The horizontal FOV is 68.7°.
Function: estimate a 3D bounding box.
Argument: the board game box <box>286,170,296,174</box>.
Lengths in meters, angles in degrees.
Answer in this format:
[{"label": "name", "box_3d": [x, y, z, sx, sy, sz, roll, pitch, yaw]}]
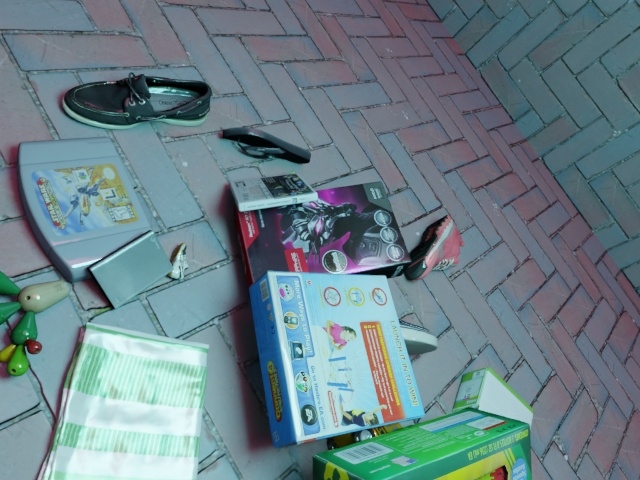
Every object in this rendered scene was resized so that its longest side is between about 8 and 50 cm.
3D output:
[{"label": "board game box", "box_3d": [-0.074, -0.085, 1.225, 0.141, 0.048, 0.170, -32, 84, -42]}]

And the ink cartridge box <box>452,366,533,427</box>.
[{"label": "ink cartridge box", "box_3d": [0.435, 0.490, 1.211, 0.189, 0.097, 0.255, 44, 47, -6]}]

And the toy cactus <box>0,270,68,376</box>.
[{"label": "toy cactus", "box_3d": [-0.502, 0.102, 0.756, 0.219, 0.112, 0.181, 48, 35, 10]}]

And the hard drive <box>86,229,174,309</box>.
[{"label": "hard drive", "box_3d": [-0.358, 0.053, 0.893, 0.135, 0.022, 0.094, -40, 123, -35]}]

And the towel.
[{"label": "towel", "box_3d": [-0.317, 0.313, 0.794, 0.248, 0.038, 0.324, 18, 53, -28]}]

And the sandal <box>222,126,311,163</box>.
[{"label": "sandal", "box_3d": [-0.138, -0.244, 1.254, 0.255, 0.097, 0.054, 14, 82, -29]}]

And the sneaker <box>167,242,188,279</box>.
[{"label": "sneaker", "box_3d": [-0.296, 0.045, 0.990, 0.037, 0.032, 0.083, 33, 52, -33]}]

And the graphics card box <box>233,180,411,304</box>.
[{"label": "graphics card box", "box_3d": [0.000, 0.000, 1.095, 0.371, 0.094, 0.232, -9, 64, -15]}]

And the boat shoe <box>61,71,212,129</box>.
[{"label": "boat shoe", "box_3d": [-0.405, -0.334, 1.086, 0.340, 0.113, 0.127, -5, 66, -39]}]

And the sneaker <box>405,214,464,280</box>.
[{"label": "sneaker", "box_3d": [0.370, 0.040, 1.435, 0.136, 0.116, 0.314, 48, 45, -4]}]

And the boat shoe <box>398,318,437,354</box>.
[{"label": "boat shoe", "box_3d": [0.139, 0.178, 1.154, 0.341, 0.127, 0.158, 16, 56, -24]}]

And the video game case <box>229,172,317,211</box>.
[{"label": "video game case", "box_3d": [-0.114, -0.115, 1.086, 0.173, 0.022, 0.190, -10, 23, -13]}]

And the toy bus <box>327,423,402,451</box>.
[{"label": "toy bus", "box_3d": [0.053, 0.348, 1.001, 0.130, 0.108, 0.332, -28, 82, -44]}]

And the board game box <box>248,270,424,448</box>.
[{"label": "board game box", "box_3d": [0.032, 0.219, 0.928, 0.302, 0.086, 0.308, 6, 61, -35]}]

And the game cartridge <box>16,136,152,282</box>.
[{"label": "game cartridge", "box_3d": [-0.464, -0.071, 0.919, 0.198, 0.062, 0.297, -16, 73, -46]}]

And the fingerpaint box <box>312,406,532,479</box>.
[{"label": "fingerpaint box", "box_3d": [0.211, 0.551, 0.865, 0.445, 0.163, 0.370, 3, 85, -37]}]
